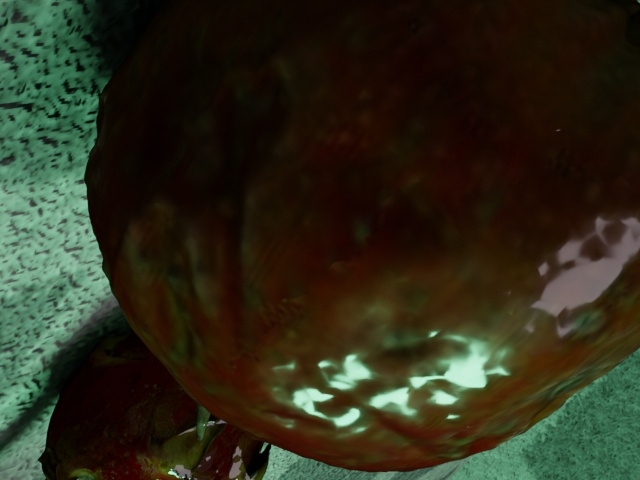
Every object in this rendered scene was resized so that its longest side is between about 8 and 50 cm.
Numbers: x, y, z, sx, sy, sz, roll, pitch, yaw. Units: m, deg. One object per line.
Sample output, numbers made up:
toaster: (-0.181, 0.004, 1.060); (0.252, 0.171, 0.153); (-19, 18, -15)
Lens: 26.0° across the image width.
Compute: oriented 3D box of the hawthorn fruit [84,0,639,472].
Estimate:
hawthorn fruit: (0.033, -0.032, 0.574); (0.262, 0.258, 0.258); (-15, 164, 7)

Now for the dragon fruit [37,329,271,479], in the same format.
dragon fruit: (-0.127, 0.137, 0.847); (0.246, 0.125, 0.125); (-36, 166, 7)
